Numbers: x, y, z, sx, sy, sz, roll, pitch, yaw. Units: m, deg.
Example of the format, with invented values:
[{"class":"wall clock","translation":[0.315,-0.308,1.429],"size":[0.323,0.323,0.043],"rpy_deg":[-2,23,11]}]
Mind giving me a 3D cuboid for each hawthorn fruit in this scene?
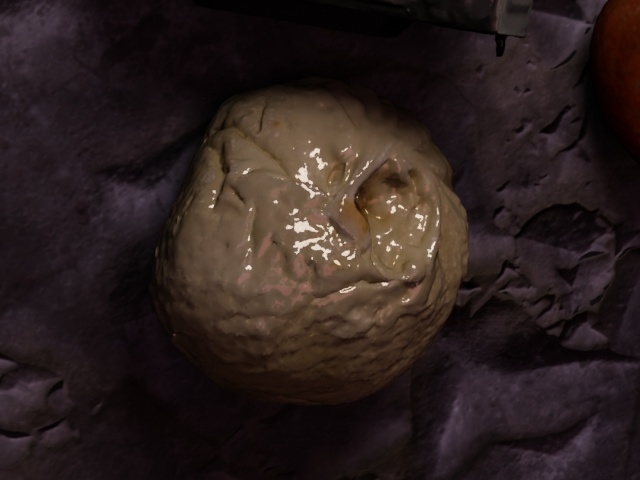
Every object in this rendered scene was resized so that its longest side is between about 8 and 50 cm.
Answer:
[{"class":"hawthorn fruit","translation":[0.438,-0.204,1.551],"size":[0.258,0.258,0.261],"rpy_deg":[-11,91,-19]}]

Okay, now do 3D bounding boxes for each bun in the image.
[{"class":"bun","translation":[0.000,0.000,1.407],"size":[0.353,0.227,0.348],"rpy_deg":[-12,90,-27]}]

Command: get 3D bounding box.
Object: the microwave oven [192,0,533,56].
[{"class":"microwave oven","translation":[0.032,-0.340,1.275],"size":[0.355,0.218,0.286],"rpy_deg":[13,101,14]}]
